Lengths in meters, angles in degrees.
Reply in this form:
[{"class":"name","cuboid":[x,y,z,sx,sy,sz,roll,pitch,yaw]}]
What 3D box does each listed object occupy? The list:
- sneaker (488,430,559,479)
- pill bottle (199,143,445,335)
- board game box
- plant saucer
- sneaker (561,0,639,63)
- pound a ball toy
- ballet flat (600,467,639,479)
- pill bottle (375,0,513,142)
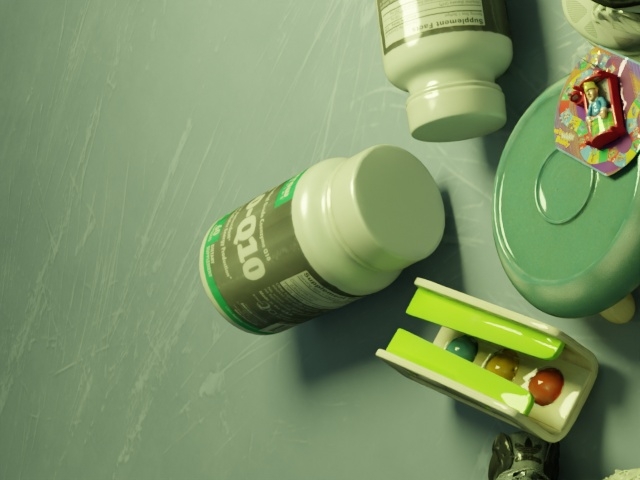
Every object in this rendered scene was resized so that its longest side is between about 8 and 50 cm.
[{"class":"sneaker","cuboid":[0.255,0.304,1.728,0.268,0.101,0.153,102,177,-68]},{"class":"pill bottle","cuboid":[0.000,0.000,2.041,0.361,0.204,0.204,-27,68,46]},{"class":"board game box","cuboid":[0.318,-0.154,1.618,0.169,0.033,0.133,41,113,55]},{"class":"plant saucer","cuboid":[0.305,-0.066,1.677,0.318,0.044,0.317,-25,59,51]},{"class":"sneaker","cuboid":[0.353,-0.303,1.536,0.447,0.258,0.169,22,94,63]},{"class":"pound a ball toy","cuboid":[0.253,0.128,1.811,0.319,0.136,0.208,19,77,49]},{"class":"ballet flat","cuboid":[0.396,0.318,1.600,0.409,0.147,0.147,-30,66,47]},{"class":"pill bottle","cuboid":[0.164,-0.301,1.879,0.176,0.176,0.318,-20,73,48]}]
